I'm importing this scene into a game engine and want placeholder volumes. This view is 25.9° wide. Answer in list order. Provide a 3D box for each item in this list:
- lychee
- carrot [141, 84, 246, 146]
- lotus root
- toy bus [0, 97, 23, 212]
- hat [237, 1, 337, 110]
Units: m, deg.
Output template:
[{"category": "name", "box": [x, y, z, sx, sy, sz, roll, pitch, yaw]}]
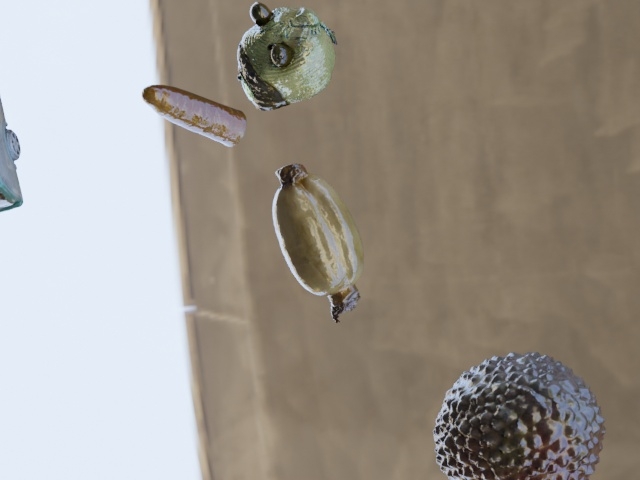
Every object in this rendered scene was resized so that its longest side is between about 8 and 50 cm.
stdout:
[{"category": "lychee", "box": [0.192, 0.191, 1.354, 0.165, 0.165, 0.197, 58, -14, 26]}, {"category": "carrot", "box": [-0.154, -0.153, 1.633, 0.048, 0.139, 0.048, -26, -125, 43]}, {"category": "lotus root", "box": [0.000, 0.000, 1.272, 0.150, 0.073, 0.062, 68, -20, -3]}, {"category": "toy bus", "box": [-0.386, -0.157, 1.484, 0.109, 0.091, 0.261, 68, 8, -85]}, {"category": "hat", "box": [-0.030, -0.149, 1.078, 0.076, 0.059, 0.077, -10, -130, 15]}]
